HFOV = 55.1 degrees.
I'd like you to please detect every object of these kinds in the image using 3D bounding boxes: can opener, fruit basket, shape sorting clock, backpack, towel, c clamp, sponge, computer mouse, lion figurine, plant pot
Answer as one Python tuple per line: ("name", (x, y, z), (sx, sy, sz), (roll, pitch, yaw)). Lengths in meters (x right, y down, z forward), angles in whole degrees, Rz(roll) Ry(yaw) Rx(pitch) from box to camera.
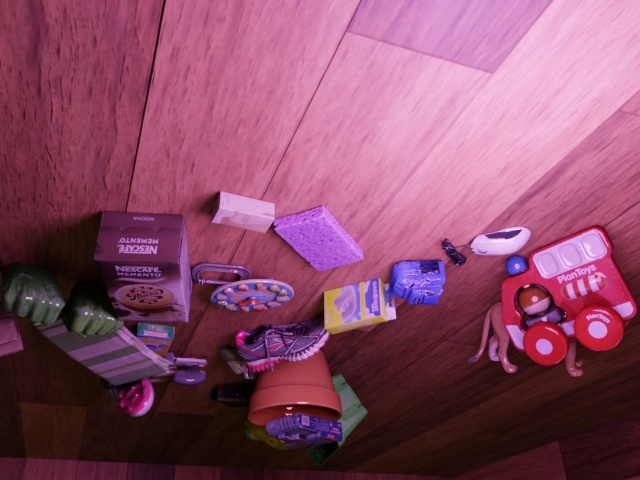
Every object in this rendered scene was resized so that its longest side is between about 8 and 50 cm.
("can opener", (-0.486, 0.396, 1.898), (0.283, 0.095, 0.076), (9, 149, -31))
("fruit basket", (-0.065, 0.653, 2.152), (0.392, 0.283, 0.392), (-32, 160, -13))
("shape sorting clock", (-0.168, 0.140, 1.523), (0.206, 0.040, 0.206), (-7, 159, -2))
("backpack", (0.228, 0.098, 1.449), (0.120, 0.101, 0.098), (3, 142, -2))
("towel", (-0.607, 0.298, 1.724), (0.247, 0.038, 0.325), (-19, 131, 25))
("c clamp", (-0.236, 0.095, 1.490), (0.160, 0.022, 0.137), (10, 147, -19))
("sponge", (0.000, 0.000, 1.338), (0.117, 0.031, 0.210), (-16, 146, 21))
("computer mouse", (0.375, 0.014, 1.372), (0.193, 0.042, 0.106), (-14, 146, 19))
("lion figurine", (0.565, 0.218, 1.606), (0.392, 0.240, 0.142), (-6, -174, 29))
("plant pot", (-0.080, 0.454, 1.917), (0.290, 0.204, 0.291), (-1, 149, 0))

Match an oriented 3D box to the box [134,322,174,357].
("box", (-0.494, 0.297, 1.790), (0.105, 0.043, 0.179), (10, 148, -18))

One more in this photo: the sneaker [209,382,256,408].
("sneaker", (-0.293, 0.549, 2.178), (0.118, 0.083, 0.222), (26, 140, -37))

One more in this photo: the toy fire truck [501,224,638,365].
("toy fire truck", (0.553, 0.127, 1.408), (0.302, 0.254, 0.169), (-28, 175, 37))

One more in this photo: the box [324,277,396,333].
("box", (0.096, 0.163, 1.536), (0.178, 0.109, 0.042), (-17, 144, 23))

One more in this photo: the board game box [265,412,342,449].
("board game box", (-0.067, 0.600, 1.906), (0.194, 0.060, 0.194), (-29, 140, 36))

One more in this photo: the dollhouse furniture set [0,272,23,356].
("dollhouse furniture set", (-0.926, 0.124, 1.383), (0.394, 0.257, 0.362), (-15, 154, -20))

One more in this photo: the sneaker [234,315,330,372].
("sneaker", (-0.105, 0.279, 1.721), (0.299, 0.121, 0.112), (-22, 113, 17))

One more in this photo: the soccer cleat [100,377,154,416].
("soccer cleat", (-0.573, 0.482, 1.916), (0.331, 0.116, 0.143), (11, 146, 55))

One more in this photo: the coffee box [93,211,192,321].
("coffee box", (-0.377, 0.067, 1.342), (0.168, 0.119, 0.297), (3, 149, -6))

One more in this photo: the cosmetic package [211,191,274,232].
("cosmetic package", (-0.155, -0.055, 1.228), (0.115, 0.041, 0.060), (11, 146, -20))

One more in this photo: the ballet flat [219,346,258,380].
("ballet flat", (-0.242, 0.398, 1.946), (0.072, 0.068, 0.213), (-19, 145, 25))

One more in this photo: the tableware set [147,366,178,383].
("tableware set", (-0.530, 0.442, 2.034), (0.128, 0.039, 0.194), (3, 156, -31))

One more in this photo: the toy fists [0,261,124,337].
("toy fists", (-0.593, 0.149, 1.419), (0.279, 0.142, 0.096), (25, 102, -35))
